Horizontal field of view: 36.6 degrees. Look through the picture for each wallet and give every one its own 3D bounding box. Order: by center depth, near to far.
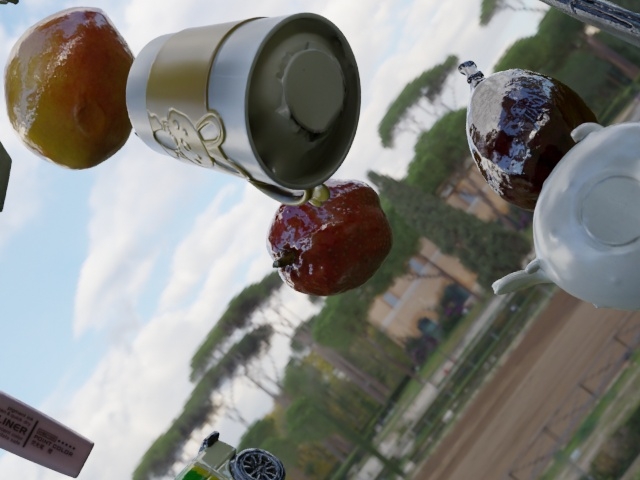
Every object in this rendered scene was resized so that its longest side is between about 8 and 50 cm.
[{"bbox_3d":[0.421,-0.298,1.327,0.191,0.379,0.046,11,-68,-36],"label":"wallet"}]

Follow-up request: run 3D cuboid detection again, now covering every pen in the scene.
[{"bbox_3d":[-0.325,0.178,0.975,0.053,0.197,0.032,-66,11,-20],"label":"pen"}]

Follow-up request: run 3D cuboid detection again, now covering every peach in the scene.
[{"bbox_3d":[-0.502,-0.314,1.977,0.308,0.289,0.289,-61,-12,27],"label":"peach"}]

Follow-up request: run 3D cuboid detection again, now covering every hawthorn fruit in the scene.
[{"bbox_3d":[0.000,0.000,1.645,0.253,0.205,0.205,-19,-31,-41],"label":"hawthorn fruit"}]

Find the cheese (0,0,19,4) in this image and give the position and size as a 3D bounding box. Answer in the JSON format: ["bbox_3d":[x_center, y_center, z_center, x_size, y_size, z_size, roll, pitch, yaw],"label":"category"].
[{"bbox_3d":[-0.558,-0.361,1.379,0.163,0.249,0.071,-68,-11,17],"label":"cheese"}]

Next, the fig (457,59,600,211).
[{"bbox_3d":[0.244,-0.153,1.213,0.170,0.274,0.145,10,-54,-37],"label":"fig"}]

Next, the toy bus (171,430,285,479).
[{"bbox_3d":[-0.037,0.343,0.920,0.179,0.305,0.143,-35,-29,-57],"label":"toy bus"}]

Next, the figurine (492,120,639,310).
[{"bbox_3d":[0.334,0.009,1.119,0.274,0.226,0.394,-22,-16,17],"label":"figurine"}]

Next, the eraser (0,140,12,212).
[{"bbox_3d":[-0.651,-0.156,1.390,0.213,0.397,0.082,77,-152,-53],"label":"eraser"}]

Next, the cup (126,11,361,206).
[{"bbox_3d":[-0.080,-0.135,1.081,0.185,0.226,0.241,-49,-47,-33],"label":"cup"}]

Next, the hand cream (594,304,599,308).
[{"bbox_3d":[0.437,0.003,1.311,0.216,0.038,0.052,-40,16,0],"label":"hand cream"}]
